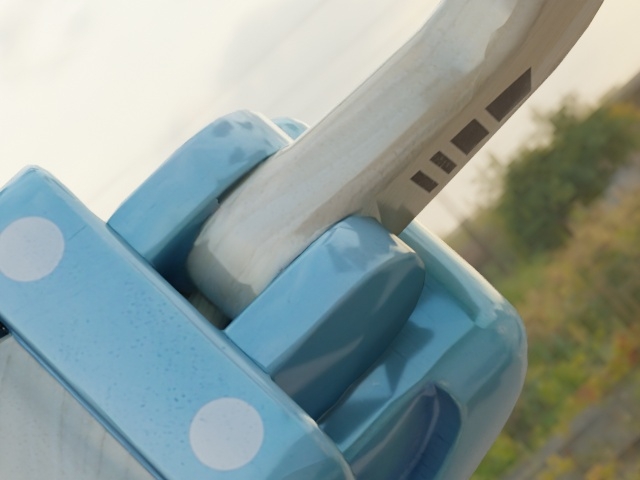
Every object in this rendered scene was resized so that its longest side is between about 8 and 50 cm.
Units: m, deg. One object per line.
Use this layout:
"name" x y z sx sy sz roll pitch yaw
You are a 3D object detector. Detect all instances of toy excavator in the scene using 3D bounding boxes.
"toy excavator" 0.000 0.000 0.796 0.445 0.222 0.433 -45 -22 -11
